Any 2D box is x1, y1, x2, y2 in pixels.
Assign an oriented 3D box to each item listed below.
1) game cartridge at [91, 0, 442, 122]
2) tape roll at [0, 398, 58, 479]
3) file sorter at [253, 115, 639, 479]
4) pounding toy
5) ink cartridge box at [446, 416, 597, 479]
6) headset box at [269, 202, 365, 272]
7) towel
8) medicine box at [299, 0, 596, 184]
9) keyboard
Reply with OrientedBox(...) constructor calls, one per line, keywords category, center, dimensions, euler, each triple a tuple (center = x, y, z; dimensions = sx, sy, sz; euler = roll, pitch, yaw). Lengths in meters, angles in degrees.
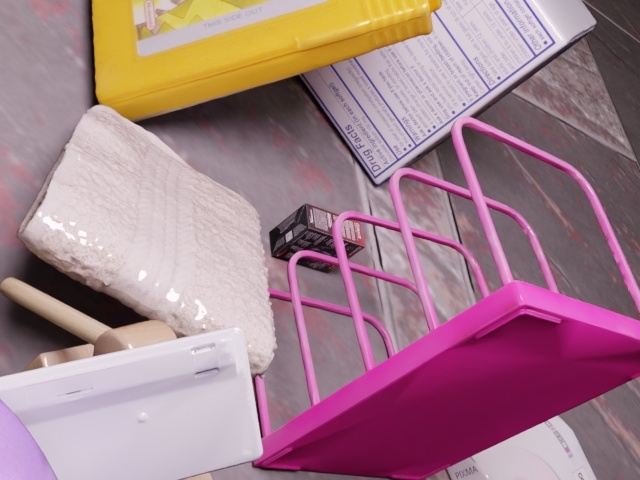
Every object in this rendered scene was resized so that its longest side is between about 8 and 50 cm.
OrientedBox(category="game cartridge", center=(-0.066, -0.275, 0.763), dimensions=(0.052, 0.324, 0.285), euler=(60, 16, -60))
OrientedBox(category="tape roll", center=(-0.231, 0.164, 0.288), dimensions=(0.275, 0.090, 0.274), euler=(-2, 97, -18))
OrientedBox(category="file sorter", center=(0.096, 0.064, 0.669), dimensions=(0.202, 0.291, 0.182), euler=(17, 48, -37))
OrientedBox(category="pounding toy", center=(-0.127, 0.102, 0.477), dimensions=(0.094, 0.206, 0.181), euler=(-6, 66, -48))
OrientedBox(category="ink cartridge box", center=(0.199, 0.207, 0.852), dimensions=(0.189, 0.066, 0.232), euler=(-6, 70, -47))
OrientedBox(category="headset box", center=(0.000, 0.000, 0.797), dimensions=(0.083, 0.062, 0.032), euler=(16, 52, -36))
OrientedBox(category="towel", center=(-0.120, -0.016, 0.610), dimensions=(0.187, 0.049, 0.282), euler=(34, 14, -21))
OrientedBox(category="medicine box", center=(0.117, -0.260, 0.928), dimensions=(0.263, 0.289, 0.149), euler=(55, 38, 1))
OrientedBox(category="keyboard", center=(-0.155, 0.100, 0.363), dimensions=(0.256, 0.014, 0.072), euler=(-11, 107, -15))
